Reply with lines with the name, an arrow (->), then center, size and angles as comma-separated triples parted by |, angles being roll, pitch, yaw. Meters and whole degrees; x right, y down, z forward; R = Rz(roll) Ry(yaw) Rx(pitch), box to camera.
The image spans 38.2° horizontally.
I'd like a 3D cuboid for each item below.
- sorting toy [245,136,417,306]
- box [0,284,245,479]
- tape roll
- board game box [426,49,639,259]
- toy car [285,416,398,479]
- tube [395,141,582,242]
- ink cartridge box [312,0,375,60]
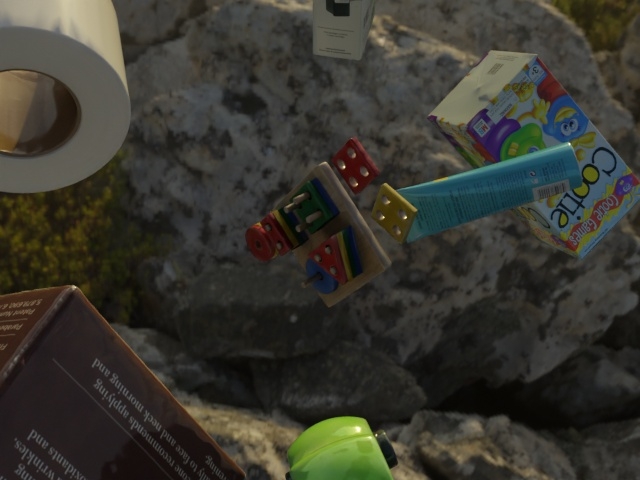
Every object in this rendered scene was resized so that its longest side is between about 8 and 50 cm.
sorting toy -> 0.000, 0.000, 1.004 | 0.046, 0.274, 0.132 | -29, 84, -35
box -> -0.181, 0.155, 0.483 | 0.167, 0.168, 0.203 | -8, 38, 37
tape roll -> -0.353, -0.199, 1.087 | 0.246, 0.246, 0.169 | -4, 49, -15
board game box -> 0.312, -0.125, 1.342 | 0.142, 0.144, 0.275 | -47, 110, -1
toy car -> 0.028, 0.163, 0.434 | 0.239, 0.053, 0.225 | -22, 41, -3
tube -> 0.187, -0.055, 1.044 | 0.207, 0.080, 0.052 | -17, 34, 9
ink cartridge box -> 0.042, -0.428, 1.525 | 0.087, 0.208, 0.153 | 9, 44, 8
